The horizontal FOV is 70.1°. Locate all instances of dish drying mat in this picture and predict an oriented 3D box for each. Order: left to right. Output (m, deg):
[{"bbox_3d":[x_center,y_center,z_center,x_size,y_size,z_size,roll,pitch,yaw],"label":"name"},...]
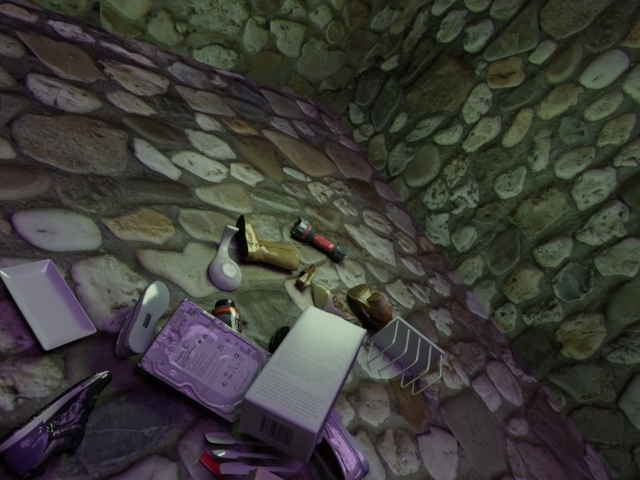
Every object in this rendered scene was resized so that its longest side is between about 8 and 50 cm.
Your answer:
[{"bbox_3d":[-0.293,0.618,1.250,0.083,0.008,0.032,42,29,0],"label":"dish drying mat"}]

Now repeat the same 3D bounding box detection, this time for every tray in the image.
[{"bbox_3d":[-0.750,0.174,1.252,0.270,0.030,0.145,51,32,13],"label":"tray"}]

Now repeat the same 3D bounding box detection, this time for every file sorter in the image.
[{"bbox_3d":[0.370,0.512,1.989,0.278,0.193,0.173,38,33,-8],"label":"file sorter"}]

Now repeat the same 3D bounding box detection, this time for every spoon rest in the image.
[{"bbox_3d":[-0.369,0.076,1.800,0.137,0.084,0.276,21,50,-31],"label":"spoon rest"}]

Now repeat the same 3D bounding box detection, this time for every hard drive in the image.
[{"bbox_3d":[-0.335,0.361,1.367,0.339,0.064,0.236,37,61,-10],"label":"hard drive"}]

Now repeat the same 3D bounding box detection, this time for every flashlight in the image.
[{"bbox_3d":[0.000,0.000,2.287,0.304,0.103,0.103,32,31,-17],"label":"flashlight"}]

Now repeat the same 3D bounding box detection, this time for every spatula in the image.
[{"bbox_3d":[-0.199,0.606,1.299,0.242,0.019,0.168,20,2,-34],"label":"spatula"}]

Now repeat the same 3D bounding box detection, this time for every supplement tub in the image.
[{"bbox_3d":[-0.318,0.293,1.536,0.106,0.106,0.197,22,36,-32],"label":"supplement tub"}]

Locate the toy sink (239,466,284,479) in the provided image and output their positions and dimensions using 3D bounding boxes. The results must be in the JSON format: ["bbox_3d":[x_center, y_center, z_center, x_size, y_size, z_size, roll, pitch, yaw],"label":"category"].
[{"bbox_3d":[-0.169,0.720,1.124,0.131,0.153,0.234,36,30,-12],"label":"toy sink"}]

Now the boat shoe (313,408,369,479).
[{"bbox_3d":[-0.020,0.619,1.444,0.157,0.135,0.367,-15,54,-44],"label":"boat shoe"}]

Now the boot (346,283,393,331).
[{"bbox_3d":[0.247,0.325,2.146,0.109,0.283,0.220,-36,112,-23],"label":"boot"}]

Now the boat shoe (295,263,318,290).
[{"bbox_3d":[-0.061,0.153,2.059,0.060,0.064,0.178,42,32,-6],"label":"boat shoe"}]

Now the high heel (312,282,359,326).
[{"bbox_3d":[0.068,0.298,2.038,0.261,0.093,0.186,52,12,31],"label":"high heel"}]

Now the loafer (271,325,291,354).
[{"bbox_3d":[-0.130,0.408,1.660,0.220,0.080,0.078,-94,162,-51],"label":"loafer"}]

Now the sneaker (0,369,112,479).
[{"bbox_3d":[-0.594,0.428,1.072,0.124,0.107,0.283,57,33,-6],"label":"sneaker"}]

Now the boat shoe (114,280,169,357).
[{"bbox_3d":[-0.537,0.235,1.372,0.096,0.088,0.267,51,27,-37],"label":"boat shoe"}]

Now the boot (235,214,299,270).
[{"bbox_3d":[-0.236,0.016,2.013,0.270,0.089,0.236,13,54,-40],"label":"boot"}]

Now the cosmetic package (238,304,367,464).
[{"bbox_3d":[-0.041,0.425,1.436,0.230,0.161,0.453,22,35,13],"label":"cosmetic package"}]

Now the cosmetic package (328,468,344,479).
[{"bbox_3d":[0.114,0.833,1.407,0.239,0.060,0.099,48,31,10],"label":"cosmetic package"}]
